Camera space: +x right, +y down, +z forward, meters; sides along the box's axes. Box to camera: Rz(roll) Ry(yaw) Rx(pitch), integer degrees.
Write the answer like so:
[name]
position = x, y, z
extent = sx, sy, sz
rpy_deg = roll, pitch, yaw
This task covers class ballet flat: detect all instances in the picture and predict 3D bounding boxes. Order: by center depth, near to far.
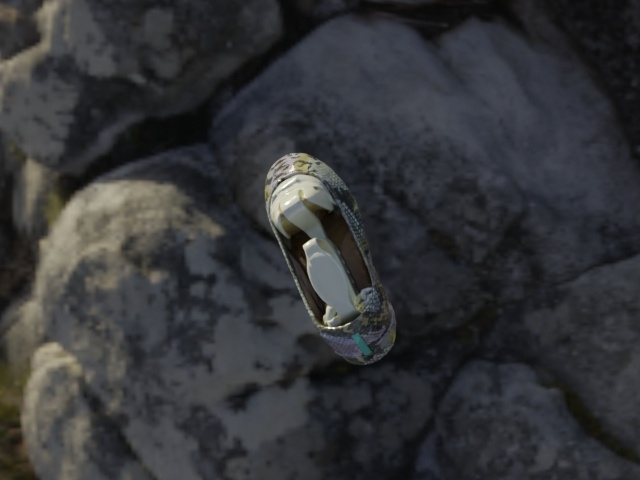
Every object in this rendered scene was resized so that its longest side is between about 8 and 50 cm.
[ballet flat]
position = 0.000, 0.000, 0.609
extent = 0.041, 0.041, 0.114
rpy_deg = -52, 50, 37
